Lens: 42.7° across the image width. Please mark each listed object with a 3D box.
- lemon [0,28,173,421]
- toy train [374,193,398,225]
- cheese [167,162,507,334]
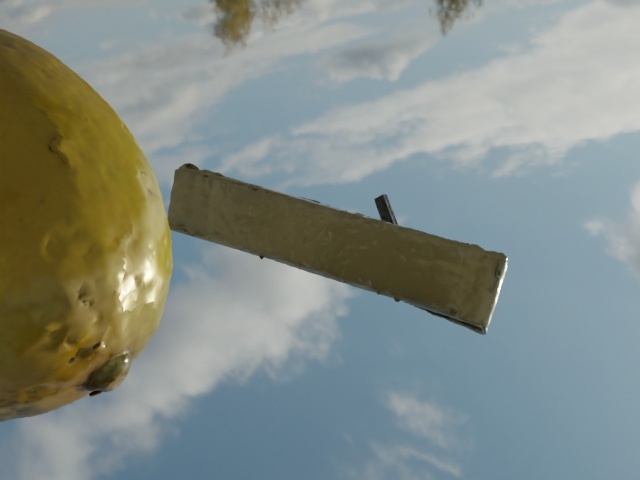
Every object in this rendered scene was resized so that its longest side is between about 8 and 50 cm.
[{"bbox_3d":[-0.219,-0.012,0.521,0.236,0.236,0.263,-18,-121,-12],"label":"lemon"},{"bbox_3d":[0.094,-0.021,1.096,0.017,0.083,0.017,-28,161,30],"label":"toy train"},{"bbox_3d":[-0.001,-0.001,0.875,0.400,0.085,0.034,18,-174,24],"label":"cheese"}]
